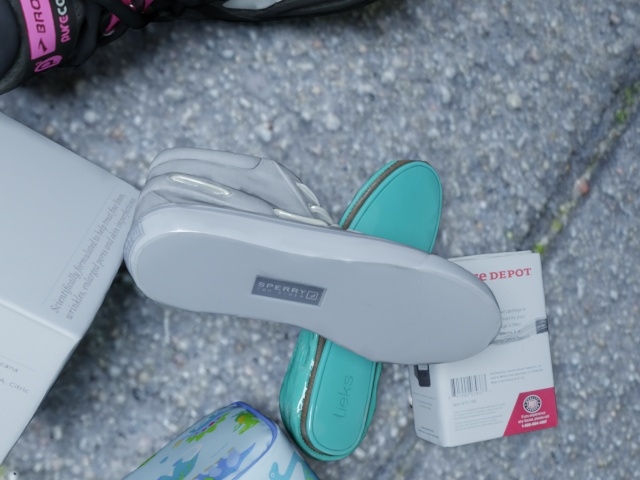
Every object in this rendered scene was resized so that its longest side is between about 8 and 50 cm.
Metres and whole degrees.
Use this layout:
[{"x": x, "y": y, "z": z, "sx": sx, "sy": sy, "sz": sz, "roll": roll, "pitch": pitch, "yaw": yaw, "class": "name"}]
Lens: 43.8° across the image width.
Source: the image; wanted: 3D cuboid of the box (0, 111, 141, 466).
[{"x": -0.227, "y": 0.009, "z": 0.495, "sx": 0.181, "sy": 0.181, "sz": 0.119, "roll": 30, "pitch": 116, "yaw": -13, "class": "box"}]

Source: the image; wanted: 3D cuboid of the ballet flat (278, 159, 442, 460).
[{"x": 0.023, "y": 0.048, "z": 0.635, "sx": 0.083, "sy": 0.087, "sz": 0.248, "roll": 24, "pitch": 77, "yaw": -21, "class": "ballet flat"}]

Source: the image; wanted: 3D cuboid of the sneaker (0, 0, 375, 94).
[{"x": -0.154, "y": -0.178, "z": 0.521, "sx": 0.482, "sy": 0.185, "sz": 0.202, "roll": -5, "pitch": 58, "yaw": -9, "class": "sneaker"}]

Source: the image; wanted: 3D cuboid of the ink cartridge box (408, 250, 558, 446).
[{"x": 0.133, "y": 0.088, "z": 0.680, "sx": 0.109, "sy": 0.063, "sz": 0.151, "roll": -5, "pitch": 87, "yaw": -18, "class": "ink cartridge box"}]

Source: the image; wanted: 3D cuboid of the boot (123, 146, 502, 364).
[{"x": 0.000, "y": 0.000, "z": 0.552, "sx": 0.258, "sy": 0.123, "sz": 0.095, "roll": 17, "pitch": 126, "yaw": -17, "class": "boot"}]

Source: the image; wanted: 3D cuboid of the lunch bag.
[{"x": -0.103, "y": 0.212, "z": 0.539, "sx": 0.219, "sy": 0.176, "sz": 0.090, "roll": -38, "pitch": 98, "yaw": -17, "class": "lunch bag"}]
